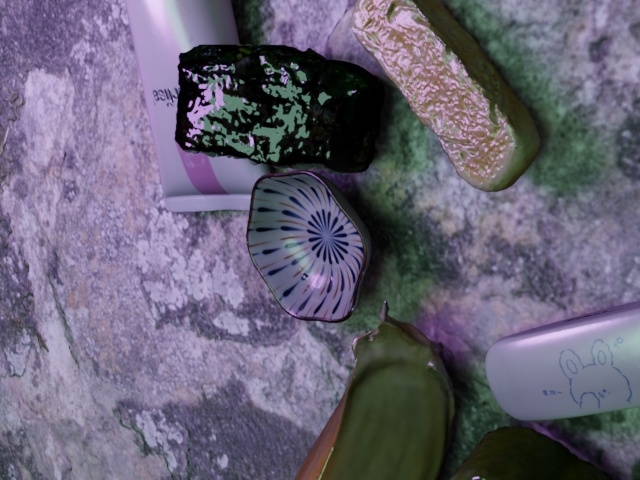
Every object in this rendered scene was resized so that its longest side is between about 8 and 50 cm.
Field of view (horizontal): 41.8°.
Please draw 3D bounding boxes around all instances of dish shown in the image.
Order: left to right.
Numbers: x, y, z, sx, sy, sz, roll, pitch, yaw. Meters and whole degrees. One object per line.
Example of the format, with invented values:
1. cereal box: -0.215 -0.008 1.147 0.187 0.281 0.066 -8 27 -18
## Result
1. dish: 0.000 0.000 0.955 0.191 0.066 0.190 20 120 39

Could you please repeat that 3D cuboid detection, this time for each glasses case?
1. glasses case: 0.261 0.113 0.785 0.233 0.059 0.092 -20 88 39

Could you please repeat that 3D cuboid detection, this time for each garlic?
1. garlic: 0.063 0.202 0.885 0.151 0.196 0.338 32 111 24

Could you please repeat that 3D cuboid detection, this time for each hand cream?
1. hand cream: -0.157 -0.205 1.009 0.186 0.118 0.358 0 108 31

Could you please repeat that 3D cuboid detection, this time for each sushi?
1. sushi: -0.046 -0.144 0.895 0.225 0.124 0.127 11 105 11

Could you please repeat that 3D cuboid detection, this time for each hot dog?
1. hot dog: 0.125 -0.156 0.814 0.242 0.073 0.084 54 130 15

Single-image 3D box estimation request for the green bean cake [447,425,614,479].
1. green bean cake: 0.225 0.378 0.800 0.335 0.218 0.319 39 115 17
